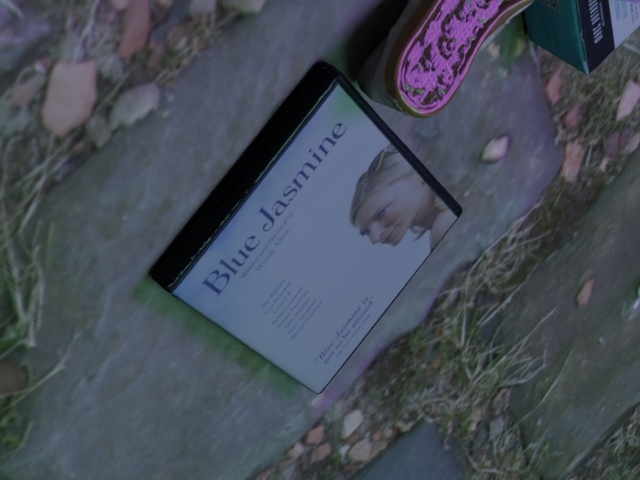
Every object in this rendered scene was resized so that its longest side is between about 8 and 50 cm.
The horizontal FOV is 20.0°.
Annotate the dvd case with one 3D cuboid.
[{"bbox_3d":[0.000,0.000,1.266,0.180,0.022,0.253,-51,149,-2],"label":"dvd case"}]

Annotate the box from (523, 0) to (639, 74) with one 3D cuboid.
[{"bbox_3d":[0.246,-0.239,1.312,0.244,0.060,0.100,-43,147,-15],"label":"box"}]

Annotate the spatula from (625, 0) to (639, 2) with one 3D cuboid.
[{"bbox_3d":[0.227,-0.304,1.199,0.084,0.030,0.296,0,105,-40],"label":"spatula"}]

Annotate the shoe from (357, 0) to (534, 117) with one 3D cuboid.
[{"bbox_3d":[0.102,-0.171,1.205,0.076,0.058,0.219,47,72,-23],"label":"shoe"}]
